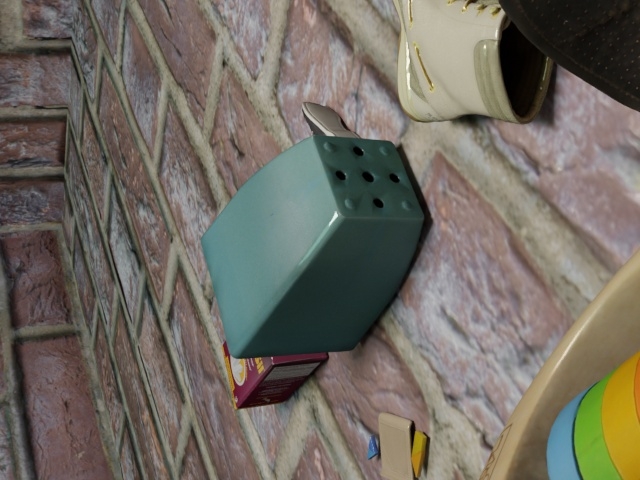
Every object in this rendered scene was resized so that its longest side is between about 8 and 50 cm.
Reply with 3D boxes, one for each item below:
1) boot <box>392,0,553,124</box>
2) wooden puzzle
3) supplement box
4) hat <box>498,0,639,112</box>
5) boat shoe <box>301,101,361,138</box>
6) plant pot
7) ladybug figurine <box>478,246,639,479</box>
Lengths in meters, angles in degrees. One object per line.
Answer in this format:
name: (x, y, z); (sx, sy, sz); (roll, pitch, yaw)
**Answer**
boot: (0.126, -0.205, 0.715); (0.165, 0.077, 0.213); (-160, 63, -64)
wooden puzzle: (0.086, 0.233, 0.943); (0.116, 0.014, 0.078); (-167, 79, -64)
supplement box: (-0.069, 0.155, 1.182); (0.188, 0.081, 0.104); (126, 134, -54)
hat: (0.236, -0.169, 0.381); (0.134, 0.331, 0.331); (-58, 17, -19)
boat shoe: (0.010, -0.127, 1.014); (0.125, 0.046, 0.038); (48, 132, 41)
plant pot: (0.000, 0.000, 0.930); (0.234, 0.166, 0.165); (-51, 48, 45)
ladybug figurine: (0.208, 0.106, 0.404); (0.305, 0.162, 0.449); (-57, -5, -33)
